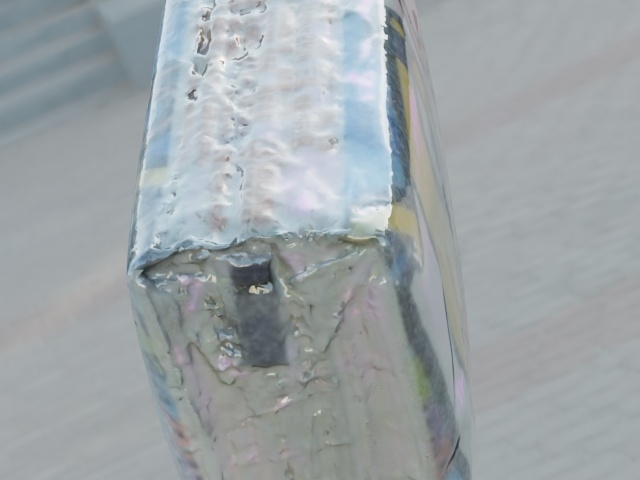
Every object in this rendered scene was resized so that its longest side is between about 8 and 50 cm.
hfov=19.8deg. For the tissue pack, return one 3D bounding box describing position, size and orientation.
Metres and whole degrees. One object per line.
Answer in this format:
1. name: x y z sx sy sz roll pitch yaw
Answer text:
1. tissue pack: 0.000 0.000 0.436 0.065 0.115 0.155 -7 37 7
